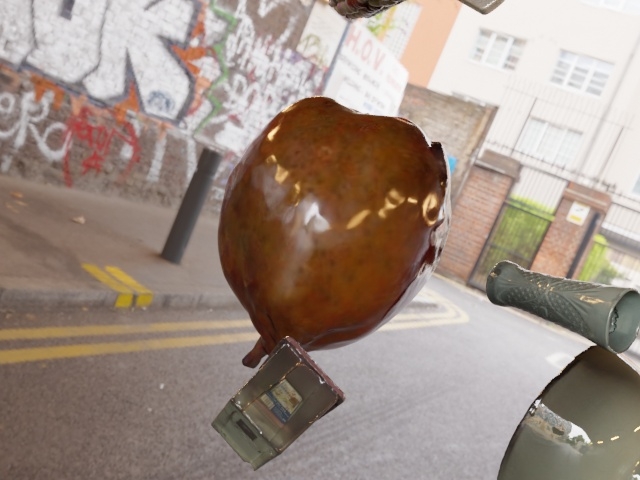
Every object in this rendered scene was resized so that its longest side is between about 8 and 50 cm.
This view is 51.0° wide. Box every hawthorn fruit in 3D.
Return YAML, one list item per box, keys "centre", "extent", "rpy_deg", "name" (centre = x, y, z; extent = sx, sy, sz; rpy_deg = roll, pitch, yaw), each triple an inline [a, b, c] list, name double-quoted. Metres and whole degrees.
- centre: [0.010, -0.020, 0.856]
  extent: [0.308, 0.308, 0.325]
  rpy_deg: [25, 50, 17]
  name: "hawthorn fruit"

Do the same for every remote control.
- centre: [0.385, -0.614, 1.651]
  extent: [0.029, 0.087, 0.190]
  rpy_deg: [44, 7, -42]
  name: "remote control"

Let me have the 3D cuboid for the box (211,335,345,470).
- centre: [-0.033, 0.118, 0.471]
  extent: [0.060, 0.063, 0.084]
  rpy_deg: [45, -32, 5]
  name: "box"

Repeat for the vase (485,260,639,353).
- centre: [0.355, 0.089, 1.007]
  extent: [0.096, 0.096, 0.219]
  rpy_deg: [18, 0, -39]
  name: "vase"

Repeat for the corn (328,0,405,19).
- centre: [0.082, -0.284, 0.687]
  extent: [0.092, 0.092, 0.280]
  rpy_deg: [21, -5, -20]
  name: "corn"

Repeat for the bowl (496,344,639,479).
- centre: [0.489, 0.374, 1.167]
  extent: [0.354, 0.354, 0.185]
  rpy_deg: [17, 13, -48]
  name: "bowl"
